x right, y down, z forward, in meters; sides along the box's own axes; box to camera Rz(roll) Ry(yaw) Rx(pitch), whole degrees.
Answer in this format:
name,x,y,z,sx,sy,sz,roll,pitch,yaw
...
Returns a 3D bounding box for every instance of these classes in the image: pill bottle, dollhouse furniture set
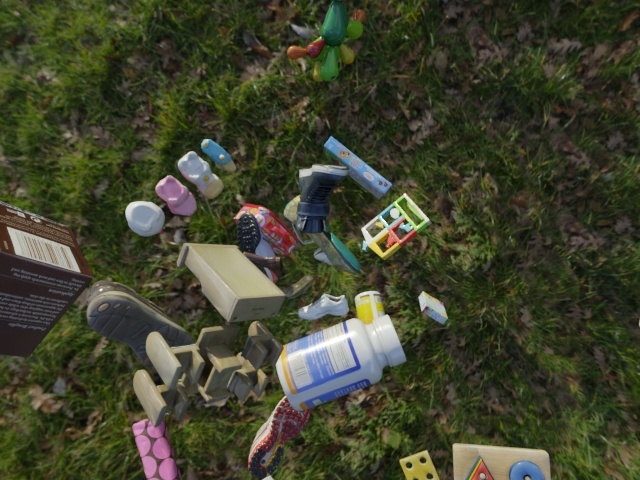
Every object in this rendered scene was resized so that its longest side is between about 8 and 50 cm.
name,x,y,z,sx,sy,sz,roll,pitch,yaw
pill bottle,0.219,0.333,1.811,0.117,0.117,0.215,-19,61,19
dollhouse furniture set,-0.185,0.149,0.722,0.161,0.212,0.242,38,111,36
pill bottle,0.048,0.269,0.970,0.272,0.152,0.152,-22,75,2

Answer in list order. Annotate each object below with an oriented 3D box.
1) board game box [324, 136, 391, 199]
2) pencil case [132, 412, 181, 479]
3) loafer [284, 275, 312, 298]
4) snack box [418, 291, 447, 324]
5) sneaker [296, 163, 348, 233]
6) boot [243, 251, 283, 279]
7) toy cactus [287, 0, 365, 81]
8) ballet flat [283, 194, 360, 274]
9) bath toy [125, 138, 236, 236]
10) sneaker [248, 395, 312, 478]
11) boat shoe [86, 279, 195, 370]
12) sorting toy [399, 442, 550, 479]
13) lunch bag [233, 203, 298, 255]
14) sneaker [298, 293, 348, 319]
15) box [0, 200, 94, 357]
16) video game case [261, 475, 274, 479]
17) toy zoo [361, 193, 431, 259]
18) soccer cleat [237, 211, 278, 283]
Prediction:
name,x,y,z,sx,sy,sz,roll,pitch,yaw
board game box,0.105,-0.204,1.228,0.211,0.160,0.039,38,91,3
pencil case,-0.418,0.566,1.108,0.095,0.098,0.209,-14,67,-24
loafer,-0.082,0.197,1.721,0.056,0.148,0.050,20,130,40
snack box,0.450,0.268,1.705,0.100,0.141,0.037,30,108,-1
sneaker,0.001,-0.096,1.013,0.086,0.226,0.163,4,92,-18
boot,-0.165,0.071,1.209,0.114,0.106,0.037,5,51,5
toy cactus,0.017,-0.354,0.637,0.112,0.180,0.219,17,69,5
ballet flat,0.000,0.000,1.474,0.123,0.123,0.348,-34,107,15
bath toy,-0.414,-0.141,1.268,0.348,0.129,0.151,-45,102,-15
sneaker,-0.107,0.457,1.048,0.088,0.093,0.225,40,78,-11
boat shoe,-0.437,0.209,1.073,0.132,0.355,0.130,-34,47,-9
sorting toy,0.252,0.370,0.608,0.274,0.046,0.132,-1,82,13
lunch bag,-0.249,-0.046,2.036,0.258,0.293,0.120,12,63,47
sneaker,0.007,0.266,1.766,0.212,0.080,0.094,-9,117,3
box,-0.554,0.068,0.747,0.203,0.168,0.167,-48,57,3
video game case,-0.119,0.524,0.730,0.193,0.212,0.023,29,114,43
toy zoo,0.301,-0.047,1.819,0.293,0.030,0.192,-40,49,9
soccer cleat,-0.243,0.034,1.707,0.108,0.116,0.318,-8,104,31
